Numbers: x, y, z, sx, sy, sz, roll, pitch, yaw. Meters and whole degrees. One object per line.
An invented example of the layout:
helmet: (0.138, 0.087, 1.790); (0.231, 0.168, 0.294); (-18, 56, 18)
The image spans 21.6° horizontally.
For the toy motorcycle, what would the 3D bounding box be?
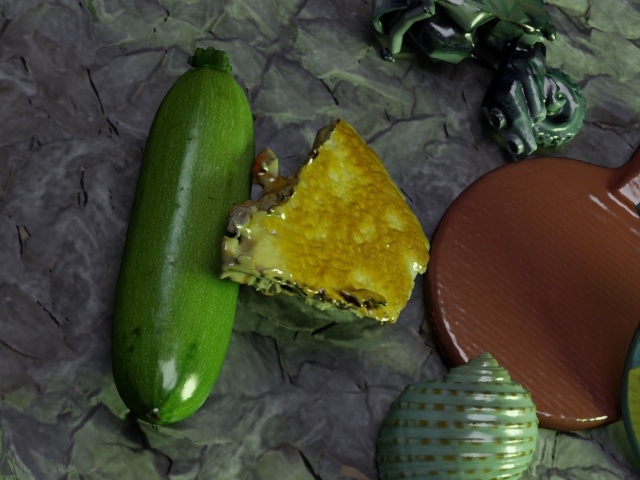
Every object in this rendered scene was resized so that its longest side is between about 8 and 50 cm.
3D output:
toy motorcycle: (0.150, -0.199, 1.681); (0.159, 0.106, 0.270); (-29, 84, -28)

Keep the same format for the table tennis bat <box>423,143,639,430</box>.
table tennis bat: (0.262, 0.011, 1.629); (0.268, 0.051, 0.414); (38, 57, 4)

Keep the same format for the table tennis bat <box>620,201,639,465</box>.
table tennis bat: (0.364, 0.111, 1.504); (0.329, 0.215, 0.044); (67, 18, -2)

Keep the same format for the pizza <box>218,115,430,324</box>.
pizza: (0.000, 0.000, 1.469); (0.189, 0.071, 0.297); (52, 28, -4)

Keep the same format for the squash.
squash: (-0.116, -0.006, 1.462); (0.107, 0.107, 0.395); (13, 55, -12)

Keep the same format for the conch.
conch: (0.120, 0.170, 1.450); (0.135, 0.102, 0.153); (13, 59, 5)
